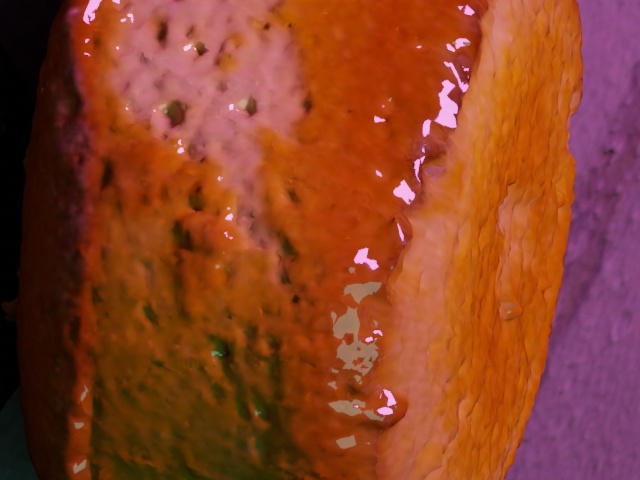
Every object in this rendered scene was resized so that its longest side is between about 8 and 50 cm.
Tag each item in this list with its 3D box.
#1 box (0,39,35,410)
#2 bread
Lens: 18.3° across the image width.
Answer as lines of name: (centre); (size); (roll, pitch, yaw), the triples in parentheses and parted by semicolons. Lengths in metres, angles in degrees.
box: (-0.185, 0.046, 0.534); (0.350, 0.058, 0.211); (-65, 144, -38)
bread: (0.000, 0.000, 0.681); (0.268, 0.146, 0.268); (12, 90, -69)
